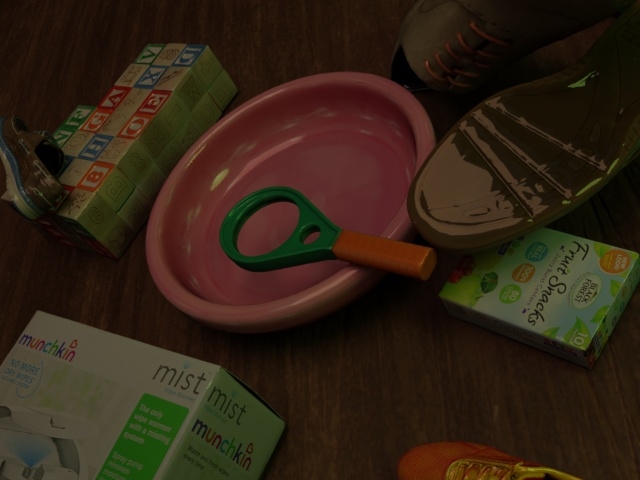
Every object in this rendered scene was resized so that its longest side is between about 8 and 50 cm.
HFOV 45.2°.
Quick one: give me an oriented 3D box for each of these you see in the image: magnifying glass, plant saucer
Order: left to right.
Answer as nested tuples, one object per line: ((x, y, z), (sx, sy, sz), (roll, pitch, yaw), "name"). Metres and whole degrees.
((-0.026, -0.037, 0.823), (0.332, 0.084, 0.332), (-15, 48, 18), "plant saucer")
((0.000, 0.000, 0.704), (0.231, 0.026, 0.092), (12, 61, 38), "magnifying glass")

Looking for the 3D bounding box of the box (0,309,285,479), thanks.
((-0.202, 0.209, 0.694), (0.262, 0.127, 0.231), (10, 61, 37), "box")

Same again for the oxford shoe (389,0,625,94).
((0.170, -0.206, 0.747), (0.146, 0.140, 0.397), (-60, 10, 1), "oxford shoe")

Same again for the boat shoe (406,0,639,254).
((0.225, -0.089, 0.697), (0.342, 0.123, 0.123), (-39, 66, -11), "boat shoe")

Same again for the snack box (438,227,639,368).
((0.188, 0.039, 0.666), (0.141, 0.037, 0.100), (20, 67, 40), "snack box")

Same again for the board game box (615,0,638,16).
((0.388, -0.294, 0.750), (0.144, 0.142, 0.275), (-41, 45, -6), "board game box")

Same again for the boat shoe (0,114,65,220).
((-0.357, -0.101, 0.964), (0.066, 0.066, 0.183), (-30, 54, -1), "boat shoe")

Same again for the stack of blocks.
((-0.266, -0.132, 1.038), (0.171, 0.087, 0.297), (13, 62, 38), "stack of blocks")

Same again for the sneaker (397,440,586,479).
((0.133, 0.177, 0.563), (0.175, 0.067, 0.064), (3, 58, 34), "sneaker")
